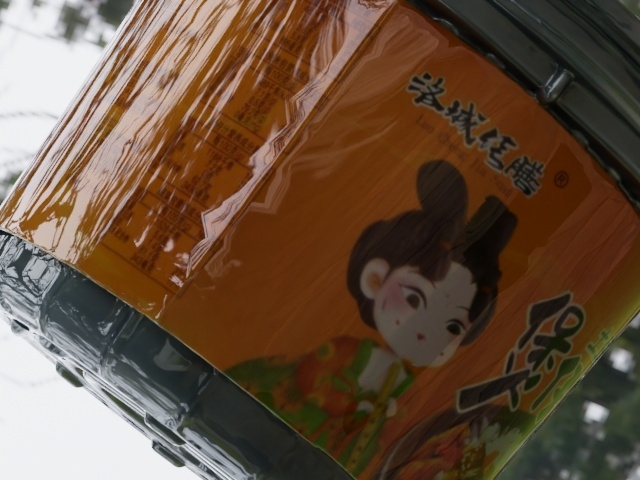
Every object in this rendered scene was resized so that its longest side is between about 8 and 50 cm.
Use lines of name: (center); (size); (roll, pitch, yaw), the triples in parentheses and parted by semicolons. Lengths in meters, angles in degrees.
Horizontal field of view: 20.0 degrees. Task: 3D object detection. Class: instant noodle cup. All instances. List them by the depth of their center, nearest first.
instant noodle cup: (0.000, 0.000, 0.436); (0.125, 0.208, 0.177); (-53, -17, -12)
